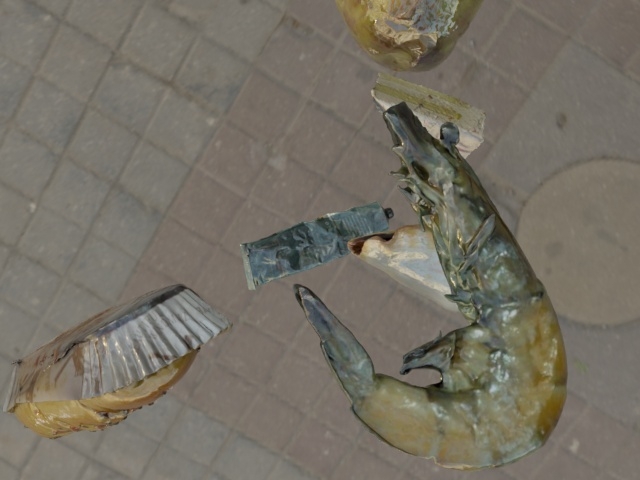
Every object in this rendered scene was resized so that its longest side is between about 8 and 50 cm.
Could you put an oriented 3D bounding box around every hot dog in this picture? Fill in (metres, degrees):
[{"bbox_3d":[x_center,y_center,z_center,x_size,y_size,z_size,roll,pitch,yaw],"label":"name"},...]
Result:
[{"bbox_3d":[-0.149,0.086,0.736,0.069,0.131,0.252,59,147,-5],"label":"hot dog"}]

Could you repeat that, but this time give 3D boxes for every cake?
[{"bbox_3d":[0.103,-0.125,0.999,0.121,0.052,0.065,37,132,-27],"label":"cake"}]

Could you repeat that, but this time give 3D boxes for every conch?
[{"bbox_3d":[0.122,0.013,1.090,0.176,0.104,0.094,29,90,-12],"label":"conch"}]

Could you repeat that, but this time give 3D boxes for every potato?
[{"bbox_3d":[0.138,-0.377,1.439,0.300,0.237,0.289,-7,148,7],"label":"potato"}]

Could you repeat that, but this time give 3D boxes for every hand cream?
[{"bbox_3d":[0.000,0.000,1.557,0.247,0.052,0.075,-21,98,-17],"label":"hand cream"}]

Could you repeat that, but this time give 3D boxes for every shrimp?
[{"bbox_3d":[0.059,0.027,0.585,0.150,0.051,0.217,-18,80,-25],"label":"shrimp"}]
